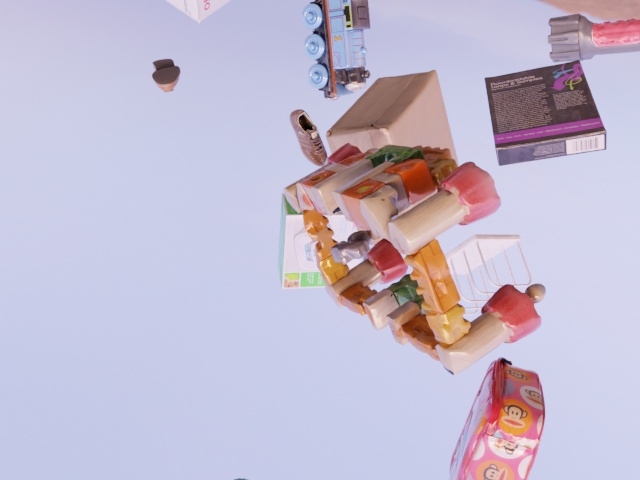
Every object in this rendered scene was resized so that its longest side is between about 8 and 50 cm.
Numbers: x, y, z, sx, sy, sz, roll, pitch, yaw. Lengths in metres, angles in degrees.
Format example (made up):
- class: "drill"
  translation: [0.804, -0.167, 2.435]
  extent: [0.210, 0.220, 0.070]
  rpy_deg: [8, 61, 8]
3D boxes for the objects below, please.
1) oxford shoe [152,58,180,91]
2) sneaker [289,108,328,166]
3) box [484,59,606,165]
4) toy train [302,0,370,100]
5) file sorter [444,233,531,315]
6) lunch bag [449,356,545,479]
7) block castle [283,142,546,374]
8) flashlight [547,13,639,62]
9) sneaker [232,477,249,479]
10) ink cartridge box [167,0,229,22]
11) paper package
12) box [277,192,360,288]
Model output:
- class: "oxford shoe"
  translation: [-0.411, -0.431, 2.007]
  extent: [0.076, 0.076, 0.212]
  rpy_deg: [-10, -153, -8]
- class: "sneaker"
  translation: [-0.031, -0.302, 2.207]
  extent: [0.066, 0.188, 0.071]
  rpy_deg: [-37, -165, -17]
- class: "box"
  translation: [0.255, -0.150, 0.858]
  extent: [0.116, 0.029, 0.162]
  rpy_deg: [-8, -139, 14]
- class: "toy train"
  translation: [0.031, -0.329, 1.247]
  extent: [0.105, 0.184, 0.080]
  rpy_deg: [3, -165, 35]
- class: "file sorter"
  translation: [0.495, 0.116, 2.355]
  extent: [0.192, 0.277, 0.173]
  rpy_deg: [1, -115, -32]
- class: "lunch bag"
  translation: [0.331, 0.379, 1.411]
  extent: [0.120, 0.293, 0.258]
  rpy_deg: [18, -158, 8]
- class: "block castle"
  translation: [0.148, -0.003, 1.250]
  extent: [0.213, 0.303, 0.453]
  rpy_deg: [-31, -157, -17]
- class: "flashlight"
  translation: [0.586, -0.399, 1.393]
  extent: [0.304, 0.103, 0.103]
  rpy_deg: [3, -178, 26]
- class: "sneaker"
  translation: [-0.151, 0.581, 1.584]
  extent: [0.065, 0.076, 0.166]
  rpy_deg: [-2, -149, -36]
- class: "ink cartridge box"
  translation: [-0.230, -0.697, 1.742]
  extent: [0.129, 0.223, 0.307]
  rpy_deg: [36, -118, 18]
- class: "paper package"
  translation: [0.187, -0.190, 1.746]
  extent: [0.168, 0.325, 0.309]
  rpy_deg: [2, -143, 34]
- class: "box"
  translation: [0.000, 0.000, 2.143]
  extent: [0.231, 0.262, 0.127]
  rpy_deg: [0, -144, -9]
